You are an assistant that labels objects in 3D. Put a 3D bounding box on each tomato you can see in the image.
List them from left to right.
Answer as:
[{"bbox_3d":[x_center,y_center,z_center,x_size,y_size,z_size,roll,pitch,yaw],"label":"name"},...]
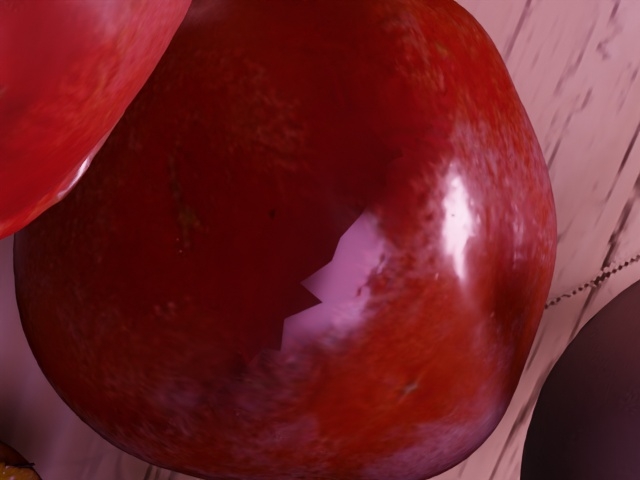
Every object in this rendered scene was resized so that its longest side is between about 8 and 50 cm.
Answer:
[{"bbox_3d":[0.000,0.000,0.628,0.187,0.151,0.187,-13,126,-19],"label":"tomato"}]

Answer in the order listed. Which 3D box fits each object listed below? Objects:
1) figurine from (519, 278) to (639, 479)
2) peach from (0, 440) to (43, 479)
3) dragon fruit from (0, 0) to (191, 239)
[{"bbox_3d":[0.117,0.125,0.652,0.382,0.186,0.261,-35,149,-39],"label":"figurine"},{"bbox_3d":[-0.145,0.101,0.699,0.098,0.061,0.098,-30,148,-21],"label":"peach"},{"bbox_3d":[-0.133,-0.102,0.451,0.241,0.241,0.252,15,90,-30],"label":"dragon fruit"}]
